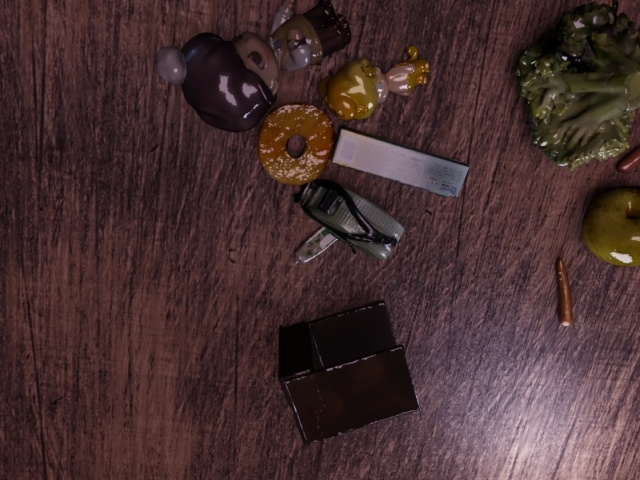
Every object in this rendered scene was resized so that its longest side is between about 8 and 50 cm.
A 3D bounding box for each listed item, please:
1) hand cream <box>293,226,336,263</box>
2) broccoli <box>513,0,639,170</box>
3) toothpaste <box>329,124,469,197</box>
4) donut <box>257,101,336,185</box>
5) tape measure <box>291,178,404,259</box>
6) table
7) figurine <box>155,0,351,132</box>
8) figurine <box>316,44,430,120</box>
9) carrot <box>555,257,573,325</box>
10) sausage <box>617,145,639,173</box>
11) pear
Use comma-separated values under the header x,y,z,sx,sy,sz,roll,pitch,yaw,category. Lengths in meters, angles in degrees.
x,y,z,sx,sy,sz,roll,pitch,yaw,category
0.000,0.000,1.419,0.165,0.037,0.057,-40,107,3,hand cream
0.567,-0.320,1.217,0.293,0.281,0.347,18,97,-12,broccoli
0.182,-0.180,1.349,0.313,0.071,0.089,15,104,-9,toothpaste
-0.057,-0.222,1.308,0.174,0.074,0.190,-8,119,-7,donut
0.061,-0.046,1.311,0.235,0.207,0.115,33,89,-15,tape measure
0.061,0.303,1.407,0.282,0.250,0.196,-17,109,2,table
-0.118,-0.369,1.183,0.365,0.206,0.218,-35,80,6,figurine
0.115,-0.339,1.271,0.246,0.131,0.156,-18,150,-14,figurine
0.626,0.131,1.509,0.037,0.037,0.190,-11,105,-1,carrot
0.752,-0.195,1.406,0.083,0.034,0.034,-40,107,9,sausage
0.723,-0.030,1.386,0.197,0.197,0.197,-1,109,-4,pear
